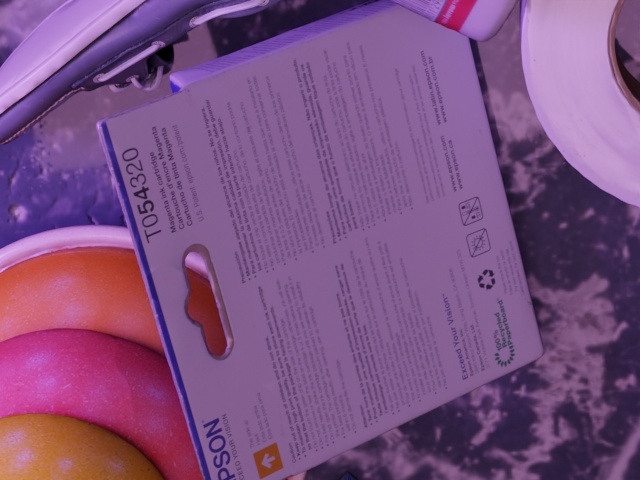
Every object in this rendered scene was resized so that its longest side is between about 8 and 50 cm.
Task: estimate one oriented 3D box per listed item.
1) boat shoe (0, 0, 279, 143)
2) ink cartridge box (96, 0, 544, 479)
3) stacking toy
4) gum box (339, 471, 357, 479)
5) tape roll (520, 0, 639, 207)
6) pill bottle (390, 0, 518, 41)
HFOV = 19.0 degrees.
[{"bbox_3d":[-0.154,-0.156,1.526,0.319,0.116,0.099,-35,116,24],"label":"boat shoe"},{"bbox_3d":[0.000,0.000,1.500,0.330,0.071,0.324,-22,108,-25],"label":"ink cartridge box"},{"bbox_3d":[-0.198,0.212,1.460,0.350,0.480,0.350,1,108,5],"label":"stacking toy"},{"bbox_3d":[0.042,0.321,1.702,0.184,0.041,0.157,40,107,-6],"label":"gum box"},{"bbox_3d":[0.297,-0.166,1.489,0.286,0.100,0.286,2,108,6],"label":"tape roll"},{"bbox_3d":[0.016,-0.284,1.370,0.318,0.176,0.176,25,108,-2],"label":"pill bottle"}]
